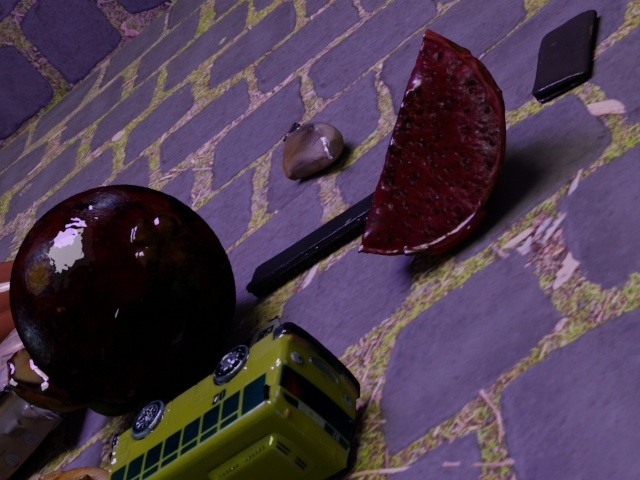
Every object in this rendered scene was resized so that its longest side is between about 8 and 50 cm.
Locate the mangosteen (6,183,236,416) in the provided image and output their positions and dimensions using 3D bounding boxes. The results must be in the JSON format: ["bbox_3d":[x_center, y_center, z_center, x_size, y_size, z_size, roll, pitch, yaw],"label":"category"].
[{"bbox_3d":[-0.255,0.079,1.770,0.311,0.311,0.311,-36,23,18],"label":"mangosteen"}]

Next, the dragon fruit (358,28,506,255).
[{"bbox_3d":[0.149,-0.110,1.610,0.211,0.134,0.262,-67,-7,-72],"label":"dragon fruit"}]

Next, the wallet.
[{"bbox_3d":[0.303,-0.230,1.720,0.082,0.018,0.157,-28,26,31],"label":"wallet"}]

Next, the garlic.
[{"bbox_3d":[-0.001,-0.134,2.020,0.152,0.066,0.084,-17,60,54],"label":"garlic"}]

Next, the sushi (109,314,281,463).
[{"bbox_3d":[-0.158,0.213,1.654,0.290,0.050,0.264,-41,22,6],"label":"sushi"}]

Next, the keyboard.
[{"bbox_3d":[0.001,0.001,1.814,0.231,0.023,0.072,-33,17,23],"label":"keyboard"}]

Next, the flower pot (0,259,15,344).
[{"bbox_3d":[-0.491,0.117,2.256,0.173,0.191,0.191,-21,28,19],"label":"flower pot"}]

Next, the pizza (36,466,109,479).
[{"bbox_3d":[-0.306,0.352,1.583,0.223,0.089,0.323,-53,22,-15],"label":"pizza"}]

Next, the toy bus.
[{"bbox_3d":[-0.091,0.215,1.428,0.262,0.128,0.150,-35,27,24],"label":"toy bus"}]

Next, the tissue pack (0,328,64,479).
[{"bbox_3d":[-0.461,0.246,1.990,0.256,0.123,0.215,-43,18,24],"label":"tissue pack"}]
